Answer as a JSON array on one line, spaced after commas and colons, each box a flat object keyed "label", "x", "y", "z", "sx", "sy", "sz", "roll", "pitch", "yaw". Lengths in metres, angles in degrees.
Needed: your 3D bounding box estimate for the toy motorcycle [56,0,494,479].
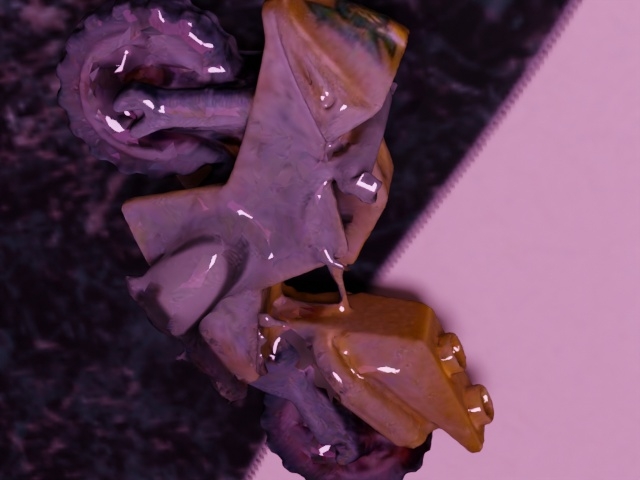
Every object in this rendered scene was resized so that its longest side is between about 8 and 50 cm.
[{"label": "toy motorcycle", "x": 0.000, "y": 0.000, "z": 0.603, "sx": 0.129, "sy": 0.094, "sz": 0.229, "roll": -21, "pitch": 114, "yaw": 18}]
